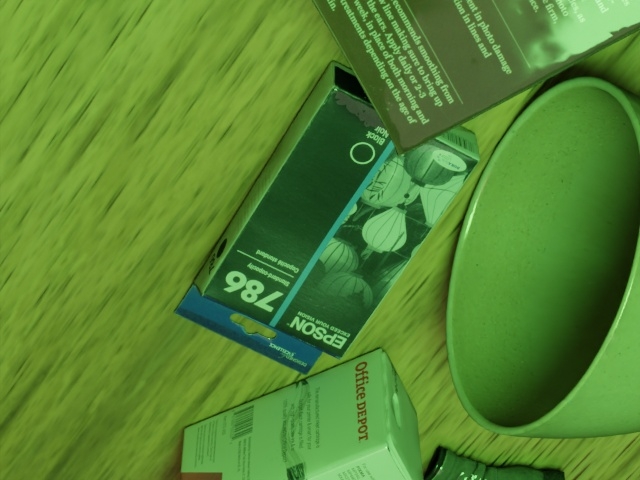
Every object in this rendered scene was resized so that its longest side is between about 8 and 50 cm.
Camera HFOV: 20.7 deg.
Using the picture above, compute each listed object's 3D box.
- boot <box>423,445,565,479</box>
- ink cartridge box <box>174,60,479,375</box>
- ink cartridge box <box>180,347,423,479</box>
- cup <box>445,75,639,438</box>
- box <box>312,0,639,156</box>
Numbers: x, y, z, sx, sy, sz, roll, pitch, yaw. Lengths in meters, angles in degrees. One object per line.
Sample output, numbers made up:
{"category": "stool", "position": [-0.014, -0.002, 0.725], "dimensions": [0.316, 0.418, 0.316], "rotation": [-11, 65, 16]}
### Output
{"category": "boot", "position": [0.169, 0.337, 1.924], "dimensions": [0.161, 0.083, 0.247], "rotation": [10, 115, 2]}
{"category": "ink cartridge box", "position": [0.000, 0.000, 1.721], "dimensions": [0.165, 0.065, 0.333], "rotation": [25, 118, -15]}
{"category": "ink cartridge box", "position": [-0.019, 0.232, 1.794], "dimensions": [0.237, 0.172, 0.100], "rotation": [-23, 119, 13]}
{"category": "cup", "position": [0.297, 0.041, 1.615], "dimensions": [0.237, 0.331, 0.331], "rotation": [16, 120, -22]}
{"category": "box", "position": [0.192, -0.251, 1.505], "dimensions": [0.381, 0.143, 0.191], "rotation": [-27, 99, 17]}
